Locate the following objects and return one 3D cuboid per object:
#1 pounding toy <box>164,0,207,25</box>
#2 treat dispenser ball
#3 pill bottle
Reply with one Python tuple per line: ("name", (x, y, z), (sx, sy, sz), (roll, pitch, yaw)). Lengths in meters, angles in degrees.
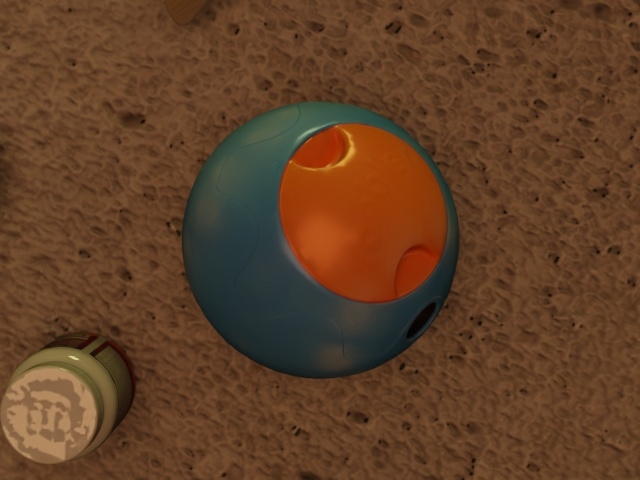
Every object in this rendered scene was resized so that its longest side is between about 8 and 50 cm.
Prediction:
("pounding toy", (-0.082, -0.368, 1.782), (0.269, 0.155, 0.154), (-40, 129, 15))
("treat dispenser ball", (0.000, 0.000, 1.703), (0.288, 0.288, 0.288), (0, 94, 1))
("pill bottle", (-0.270, 0.169, 1.752), (0.121, 0.221, 0.121), (0, 94, 2))
